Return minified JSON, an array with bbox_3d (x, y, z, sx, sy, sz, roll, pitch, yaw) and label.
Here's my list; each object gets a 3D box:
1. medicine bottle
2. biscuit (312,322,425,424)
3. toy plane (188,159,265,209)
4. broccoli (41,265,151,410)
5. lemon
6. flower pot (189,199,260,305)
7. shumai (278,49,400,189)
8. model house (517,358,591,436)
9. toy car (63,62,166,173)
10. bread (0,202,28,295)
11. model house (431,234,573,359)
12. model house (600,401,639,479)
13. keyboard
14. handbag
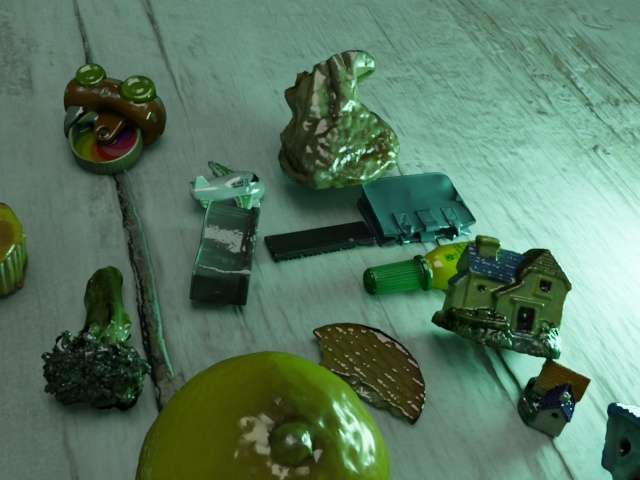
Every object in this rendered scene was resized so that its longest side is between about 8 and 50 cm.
[{"bbox_3d":[0.232,0.059,1.452,0.308,0.076,0.111,-7,45,-20],"label":"medicine bottle"},{"bbox_3d":[0.089,0.233,1.277,0.176,0.031,0.229,-11,50,-22],"label":"biscuit"},{"bbox_3d":[-0.193,-0.108,1.523,0.173,0.080,0.174,14,37,-11],"label":"toy plane"},{"bbox_3d":[-0.365,0.144,1.210,0.164,0.146,0.304,4,32,-15],"label":"broccoli"},{"bbox_3d":[-0.069,0.305,0.949,0.363,0.364,0.364,6,44,-6],"label":"lemon"},{"bbox_3d":[-0.178,0.022,1.380,0.108,0.103,0.229,8,44,-6],"label":"flower pot"},{"bbox_3d":[0.036,-0.268,1.569,0.266,0.263,0.314,11,32,22],"label":"shumai"},{"bbox_3d":[0.404,0.267,1.261,0.087,0.100,0.101,27,46,15],"label":"model house"},{"bbox_3d":[-0.467,-0.249,1.585,0.234,0.145,0.235,2,60,-3],"label":"toy car"},{"bbox_3d":[-0.657,0.011,1.250,0.287,0.156,0.204,-1,48,-16],"label":"bread"},{"bbox_3d":[0.329,0.093,1.306,0.213,0.189,0.195,14,-1,0],"label":"model house"},{"bbox_3d":[0.582,0.308,1.118,0.251,0.295,0.329,14,46,-4],"label":"model house"},{"bbox_3d":[0.000,0.001,1.501,0.231,0.023,0.072,-10,41,-22],"label":"keyboard"},{"bbox_3d":[0.208,-0.063,1.585,0.229,0.062,0.179,-8,51,-20],"label":"handbag"}]
